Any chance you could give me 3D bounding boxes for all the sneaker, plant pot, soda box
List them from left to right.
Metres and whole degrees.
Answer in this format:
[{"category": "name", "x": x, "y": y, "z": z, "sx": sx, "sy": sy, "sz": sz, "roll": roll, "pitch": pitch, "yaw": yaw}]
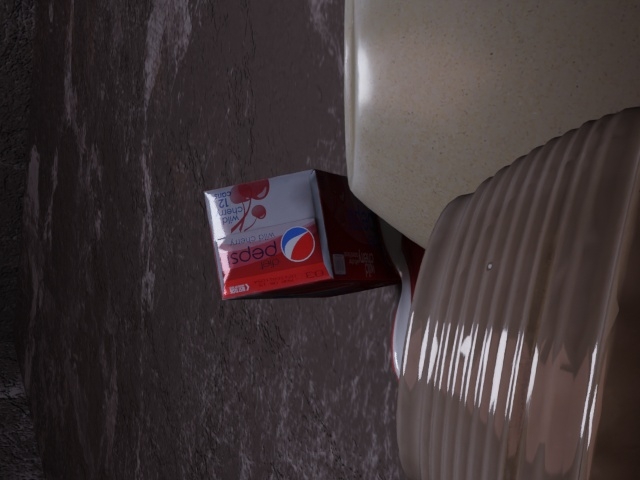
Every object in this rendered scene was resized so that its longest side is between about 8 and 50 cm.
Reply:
[{"category": "soda box", "x": 0.000, "y": 0.000, "z": 1.157, "sx": 0.263, "sy": 0.092, "sz": 0.083, "roll": 7, "pitch": -107, "yaw": -72}, {"category": "sneaker", "x": 0.114, "y": 0.006, "z": 1.109, "sx": 0.128, "sy": 0.087, "sz": 0.221, "roll": -23, "pitch": 69, "yaw": 48}, {"category": "plant pot", "x": 0.110, "y": -0.091, "z": 0.783, "sx": 0.284, "sy": 0.191, "sz": 0.284, "roll": 179, "pitch": 90, "yaw": -89}, {"category": "plant pot", "x": 0.098, "y": 0.048, "z": 0.587, "sx": 0.237, "sy": 0.110, "sz": 0.237, "roll": 9, "pitch": -90, "yaw": -73}]
